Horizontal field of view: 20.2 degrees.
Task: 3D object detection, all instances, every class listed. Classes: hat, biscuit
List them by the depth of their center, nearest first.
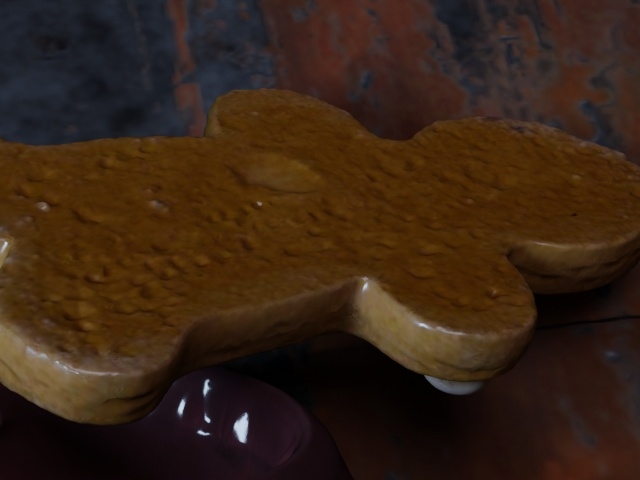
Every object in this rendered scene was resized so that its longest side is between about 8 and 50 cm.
[{"bbox_3d":[-0.082,0.100,0.637,0.205,0.089,0.205,6,14,-2],"label":"hat"},{"bbox_3d":[-0.001,0.002,0.722,0.324,0.049,0.205,-12,36,-31],"label":"biscuit"}]
